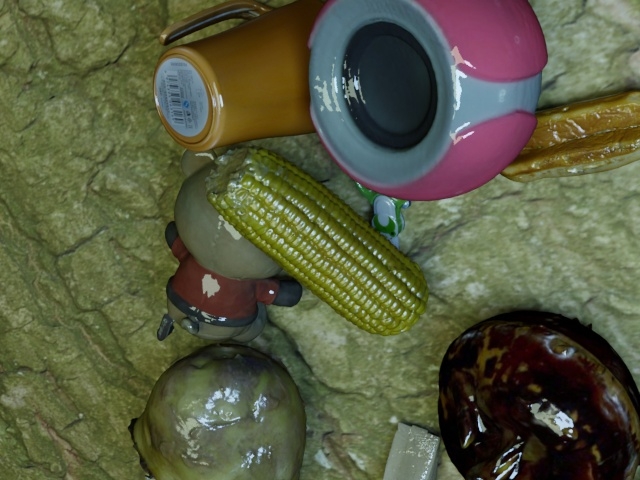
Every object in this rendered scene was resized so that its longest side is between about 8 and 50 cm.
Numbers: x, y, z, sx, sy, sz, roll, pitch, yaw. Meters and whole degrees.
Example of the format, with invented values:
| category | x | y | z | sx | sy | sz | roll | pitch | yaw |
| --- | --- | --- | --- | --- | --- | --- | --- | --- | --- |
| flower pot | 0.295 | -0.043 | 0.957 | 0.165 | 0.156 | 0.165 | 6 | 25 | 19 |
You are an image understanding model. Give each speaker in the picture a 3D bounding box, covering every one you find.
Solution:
| category | x | y | z | sx | sy | sz | roll | pitch | yaw |
| --- | --- | --- | --- | --- | --- | --- | --- | --- | --- |
| speaker | 0.122 | -0.186 | 1.110 | 0.294 | 0.294 | 0.294 | 12 | 115 | 25 |

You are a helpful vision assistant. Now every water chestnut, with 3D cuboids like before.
| category | x | y | z | sx | sy | sz | roll | pitch | yaw |
| --- | --- | --- | --- | --- | --- | --- | --- | --- | --- |
| water chestnut | 0.270 | 0.244 | 1.207 | 0.300 | 0.300 | 0.299 | 12 | 115 | 25 |

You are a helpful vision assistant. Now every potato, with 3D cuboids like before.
| category | x | y | z | sx | sy | sz | roll | pitch | yaw |
| --- | --- | --- | --- | --- | --- | --- | --- | --- | --- |
| potato | -0.128 | 0.284 | 1.482 | 0.301 | 0.289 | 0.237 | 40 | 108 | 29 |

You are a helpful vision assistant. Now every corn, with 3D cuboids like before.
| category | x | y | z | sx | sy | sz | roll | pitch | yaw |
| --- | --- | --- | --- | --- | --- | --- | --- | --- | --- |
| corn | 0.000 | 0.000 | 1.247 | 0.131 | 0.131 | 0.344 | -30 | 122 | 35 |

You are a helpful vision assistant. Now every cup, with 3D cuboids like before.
| category | x | y | z | sx | sy | sz | roll | pitch | yaw |
| --- | --- | --- | --- | --- | --- | --- | --- | --- | --- |
| cup | -0.093 | -0.225 | 1.234 | 0.226 | 0.264 | 0.182 | 49 | 134 | 18 |

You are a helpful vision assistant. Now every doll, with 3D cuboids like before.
| category | x | y | z | sx | sy | sz | roll | pitch | yaw |
| --- | --- | --- | --- | --- | --- | --- | --- | --- | --- |
| doll | -0.143 | 0.023 | 1.405 | 0.235 | 0.174 | 0.329 | 28 | 121 | 14 |

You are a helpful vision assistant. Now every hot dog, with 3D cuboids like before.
| category | x | y | z | sx | sy | sz | roll | pitch | yaw |
| --- | --- | --- | --- | --- | --- | --- | --- | --- | --- |
| hot dog | 0.309 | -0.125 | 1.156 | 0.236 | 0.062 | 0.092 | -6 | 91 | 37 |

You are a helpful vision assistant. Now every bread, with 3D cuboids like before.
| category | x | y | z | sx | sy | sz | roll | pitch | yaw |
| --- | --- | --- | --- | --- | --- | --- | --- | --- | --- |
| bread | 0.147 | 0.367 | 1.479 | 0.077 | 0.105 | 0.152 | 18 | 86 | 23 |

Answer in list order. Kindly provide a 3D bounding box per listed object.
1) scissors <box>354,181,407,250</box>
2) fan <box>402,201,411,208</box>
| category | x | y | z | sx | sy | sz | roll | pitch | yaw |
| --- | --- | --- | --- | --- | --- | --- | --- | --- | --- |
| scissors | 0.095 | -0.028 | 1.325 | 0.101 | 0.027 | 0.204 | 15 | 126 | 34 |
| fan | 0.057 | -0.115 | 1.331 | 0.193 | 0.016 | 0.038 | 44 | 123 | 8 |
